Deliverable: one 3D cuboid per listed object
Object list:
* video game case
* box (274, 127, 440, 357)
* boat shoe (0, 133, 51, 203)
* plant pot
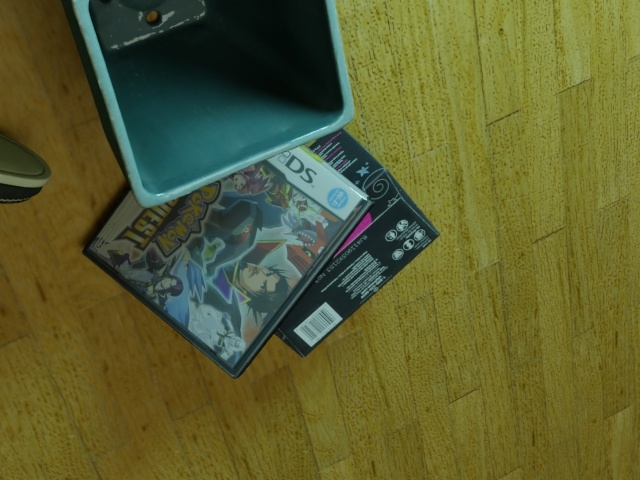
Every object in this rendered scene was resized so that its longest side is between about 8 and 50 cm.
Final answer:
[{"bbox_3d":[-0.114,-0.016,1.363,0.275,0.248,0.035,-52,174,8],"label":"video game case"},{"bbox_3d":[0.000,0.000,1.483,0.247,0.142,0.163,-42,133,2],"label":"box"},{"bbox_3d":[-0.458,-0.071,1.171,0.340,0.127,0.113,8,116,-33],"label":"boat shoe"},{"bbox_3d":[-0.146,-0.231,1.168,0.248,0.252,0.247,-24,130,-16],"label":"plant pot"}]
